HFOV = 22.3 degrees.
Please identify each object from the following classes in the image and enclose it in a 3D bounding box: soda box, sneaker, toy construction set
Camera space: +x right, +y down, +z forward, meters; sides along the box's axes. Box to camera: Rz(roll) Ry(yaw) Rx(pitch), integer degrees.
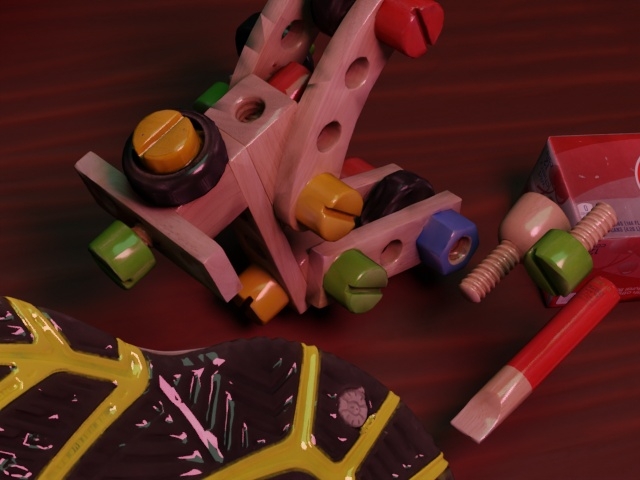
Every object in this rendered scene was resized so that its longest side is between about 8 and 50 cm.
[{"bbox_3d":[0.276,-0.019,1.131,0.263,0.083,0.092,-3,55,-17],"label":"soda box"},{"bbox_3d":[-0.093,0.125,0.897,0.384,0.147,0.145,21,61,-23],"label":"sneaker"},{"bbox_3d":[0.000,0.000,0.975,0.309,0.257,0.237,42,66,10],"label":"toy construction set"}]
